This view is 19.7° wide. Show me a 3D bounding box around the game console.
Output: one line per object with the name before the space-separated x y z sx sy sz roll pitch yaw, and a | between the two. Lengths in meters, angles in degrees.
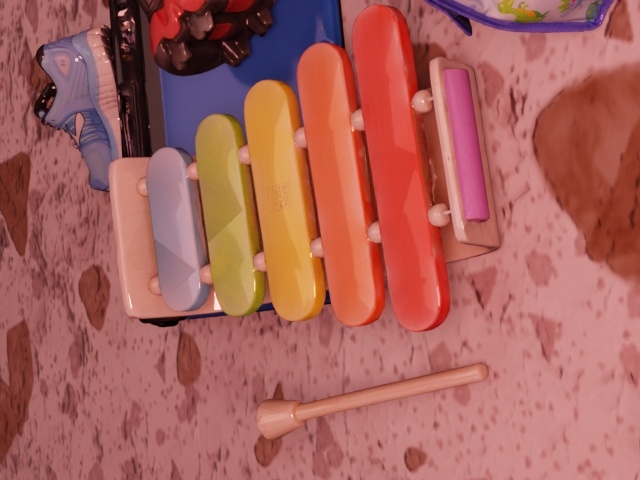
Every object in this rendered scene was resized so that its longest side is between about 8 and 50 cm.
game console | -0.066 -0.087 1.411 0.250 0.173 0.293 102 164 -86

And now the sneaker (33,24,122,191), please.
sneaker | -0.194 -0.106 1.494 0.063 0.073 0.162 -96 1 -46

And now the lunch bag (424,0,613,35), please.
lunch bag | 0.090 -0.186 1.035 0.096 0.151 0.129 -57 48 43

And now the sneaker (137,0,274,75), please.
sneaker | -0.046 -0.242 1.248 0.276 0.097 0.135 -46 67 31

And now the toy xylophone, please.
toy xylophone | 0.000 0.000 1.211 0.322 0.081 0.236 -24 74 39
